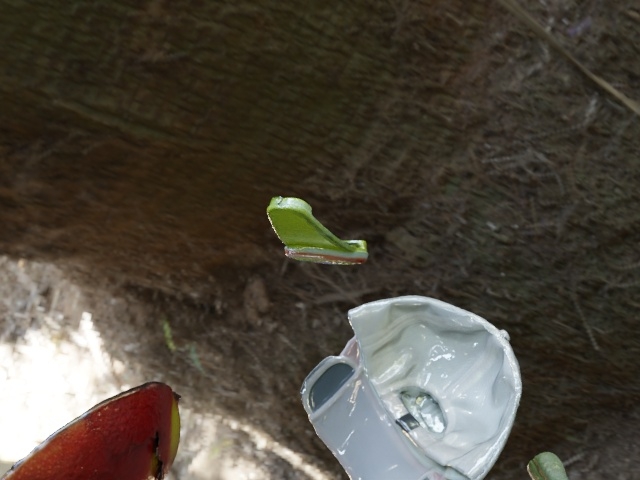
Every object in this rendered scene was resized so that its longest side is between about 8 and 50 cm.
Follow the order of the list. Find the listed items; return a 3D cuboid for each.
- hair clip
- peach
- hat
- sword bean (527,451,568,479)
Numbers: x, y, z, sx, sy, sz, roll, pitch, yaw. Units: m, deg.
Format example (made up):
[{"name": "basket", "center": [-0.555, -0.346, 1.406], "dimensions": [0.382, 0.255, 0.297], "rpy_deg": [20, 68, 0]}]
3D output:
[{"name": "hair clip", "center": [0.000, 0.000, 0.890], "dimensions": [0.060, 0.188, 0.033], "rpy_deg": [1, 77, 19]}, {"name": "peach", "center": [-0.225, 0.236, 0.995], "dimensions": [0.068, 0.279, 0.189], "rpy_deg": [38, 132, 23]}, {"name": "hat", "center": [0.100, 0.187, 1.055], "dimensions": [0.219, 0.164, 0.226], "rpy_deg": [58, 152, 29]}, {"name": "sword bean", "center": [0.243, 0.285, 0.947], "dimensions": [0.269, 0.038, 0.043], "rpy_deg": [-101, 34, -63]}]
